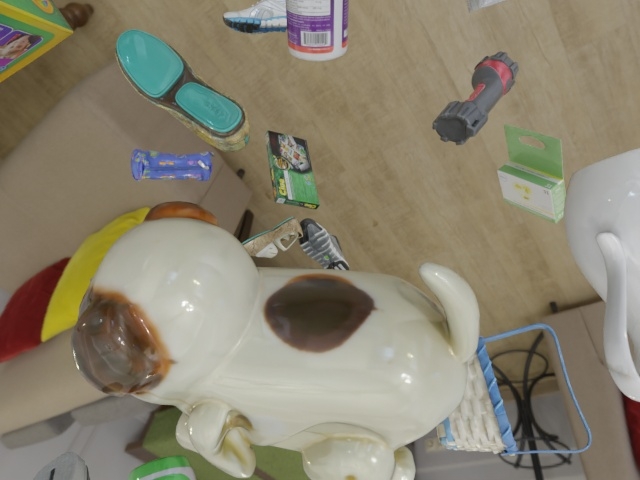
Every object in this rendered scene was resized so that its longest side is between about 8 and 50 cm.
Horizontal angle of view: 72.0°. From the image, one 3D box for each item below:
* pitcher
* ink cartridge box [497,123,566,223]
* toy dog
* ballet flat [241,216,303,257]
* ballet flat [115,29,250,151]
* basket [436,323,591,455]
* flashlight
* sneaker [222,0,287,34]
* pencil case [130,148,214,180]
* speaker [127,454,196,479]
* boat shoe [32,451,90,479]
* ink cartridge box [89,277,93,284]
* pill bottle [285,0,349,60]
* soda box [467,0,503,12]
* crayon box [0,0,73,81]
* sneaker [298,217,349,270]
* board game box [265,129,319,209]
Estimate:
[{"bbox_3d":[0.289,0.025,0.393,0.178,0.207,0.125,-7,169,-34],"label":"pitcher"},{"bbox_3d":[0.531,-0.168,1.119,0.056,0.171,0.235,-39,129,-7],"label":"ink cartridge box"},{"bbox_3d":[-0.067,0.130,0.513,0.408,0.284,0.395,24,144,-11],"label":"toy dog"},{"bbox_3d":[-0.116,0.003,1.108,0.067,0.206,0.073,54,140,5],"label":"ballet flat"},{"bbox_3d":[-0.281,-0.298,0.910,0.349,0.123,0.123,38,131,12],"label":"ballet flat"},{"bbox_3d":[0.380,0.321,0.939,0.289,0.254,0.201,-16,146,21],"label":"basket"},{"bbox_3d":[0.353,-0.327,1.006,0.103,0.304,0.103,46,148,-2],"label":"flashlight"},{"bbox_3d":[-0.117,-0.499,0.956,0.191,0.071,0.082,-5,100,-7],"label":"sneaker"},{"bbox_3d":[-0.564,-0.289,1.701,0.306,0.133,0.119,-6,104,-36],"label":"pencil case"},{"bbox_3d":[-0.261,0.544,0.758,0.131,0.296,0.131,-16,146,-11],"label":"speaker"},{"bbox_3d":[-0.341,0.426,0.595,0.121,0.335,0.119,-34,111,-10],"label":"boat shoe"},{"bbox_3d":[-0.393,0.155,0.951,0.168,0.233,0.171,-12,97,-26],"label":"ink cartridge box"},{"bbox_3d":[-0.006,-0.413,0.731,0.108,0.108,0.193,5,133,6],"label":"pill bottle"},{"bbox_3d":[0.505,-0.682,1.181,0.216,0.074,0.069,-21,110,-7],"label":"soda box"},{"bbox_3d":[-0.341,-0.176,0.333,0.165,0.278,0.081,-30,104,4],"label":"crayon box"},{"bbox_3d":[0.000,0.000,1.288,0.086,0.132,0.228,-27,124,12],"label":"sneaker"},{"bbox_3d":[-0.086,-0.212,1.304,0.136,0.259,0.030,10,143,-30],"label":"board game box"}]
